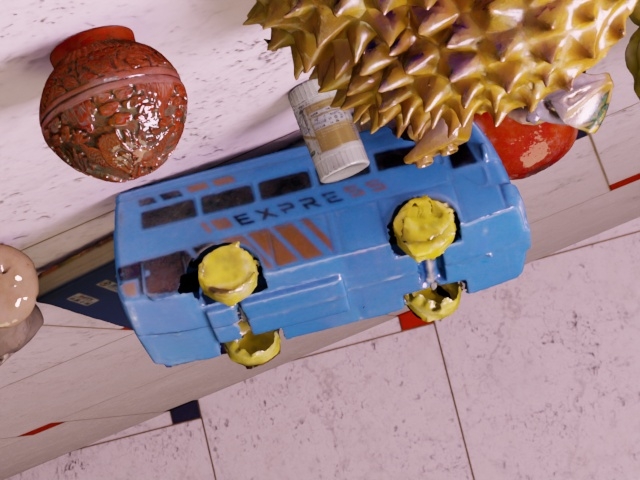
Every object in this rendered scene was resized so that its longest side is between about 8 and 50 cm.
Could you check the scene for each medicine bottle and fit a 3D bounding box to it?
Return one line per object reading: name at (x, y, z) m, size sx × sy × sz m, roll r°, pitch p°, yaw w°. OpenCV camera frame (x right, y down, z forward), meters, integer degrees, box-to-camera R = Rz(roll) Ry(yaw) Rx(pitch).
medicine bottle at (0.007, -0.096, 1.196) m, size 0.047 × 0.083 × 0.047 m, roll -20°, pitch 170°, yaw -4°

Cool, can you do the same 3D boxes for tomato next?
tomato at (0.225, -0.116, 1.518) m, size 0.139 × 0.091 × 0.159 m, roll -21°, pitch 173°, yaw 9°

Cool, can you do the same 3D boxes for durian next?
durian at (0.058, -0.157, 0.853) m, size 0.186 × 0.153 × 0.260 m, roll 22°, pitch 146°, yaw -29°

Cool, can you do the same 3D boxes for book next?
book at (-0.065, 0.003, 1.539) m, size 0.428 × 0.039 × 0.300 m, roll -25°, pitch 155°, yaw 22°

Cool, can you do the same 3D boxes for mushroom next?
mushroom at (-0.340, 0.076, 1.411) m, size 0.108 × 0.096 × 0.247 m, roll 7°, pitch 162°, yaw -8°

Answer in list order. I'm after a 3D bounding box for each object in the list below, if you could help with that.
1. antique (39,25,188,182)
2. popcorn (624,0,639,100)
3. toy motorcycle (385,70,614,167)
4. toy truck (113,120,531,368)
antique at (-0.137, -0.086, 0.916) m, size 0.104 × 0.104 × 0.104 m, roll -20°, pitch 170°, yaw -4°
popcorn at (0.396, -0.173, 1.185) m, size 0.250 × 0.241 × 0.235 m, roll -3°, pitch 173°, yaw -20°
toy motorcycle at (0.158, -0.127, 1.200) m, size 0.229 × 0.129 × 0.094 m, roll -26°, pitch 170°, yaw 28°
toy truck at (0.000, 0.000, 1.319) m, size 0.385 × 0.162 × 0.161 m, roll -14°, pitch 147°, yaw 2°
